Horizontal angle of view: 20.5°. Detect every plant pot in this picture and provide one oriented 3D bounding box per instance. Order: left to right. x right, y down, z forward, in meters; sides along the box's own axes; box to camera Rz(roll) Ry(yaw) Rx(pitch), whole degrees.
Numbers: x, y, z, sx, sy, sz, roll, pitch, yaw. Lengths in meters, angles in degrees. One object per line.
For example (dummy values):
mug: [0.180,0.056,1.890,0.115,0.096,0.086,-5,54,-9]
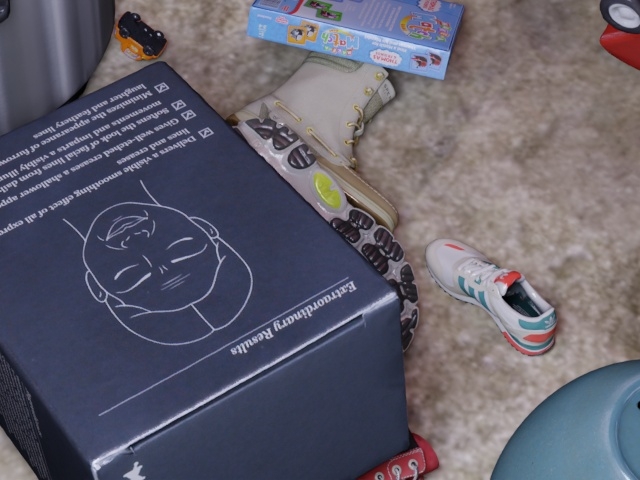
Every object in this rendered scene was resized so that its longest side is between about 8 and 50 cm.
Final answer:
plant pot: [0.301,0.219,1.570,0.290,0.195,0.290,2,58,-2]

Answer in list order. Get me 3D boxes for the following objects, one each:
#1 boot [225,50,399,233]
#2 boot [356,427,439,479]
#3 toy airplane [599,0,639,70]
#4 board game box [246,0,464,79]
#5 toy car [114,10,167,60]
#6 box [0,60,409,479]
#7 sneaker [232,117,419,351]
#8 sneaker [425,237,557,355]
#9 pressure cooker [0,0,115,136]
boot: [0.030,-0.106,1.829,0.213,0.077,0.165,36,60,19]
boot: [0.030,0.252,1.597,0.176,0.088,0.244,-4,54,-8]
toy airplane: [0.507,-0.207,1.799,0.386,0.272,0.384,-32,38,12]
board game box: [0.041,-0.236,1.890,0.212,0.039,0.160,13,26,5]
toy car: [-0.200,-0.183,1.878,0.060,0.040,0.122,23,50,-23]
box: [-0.151,0.069,1.573,0.293,0.212,0.395,-28,48,-20]
sneaker: [0.000,0.000,1.743,0.107,0.118,0.279,-33,87,-11]
sneaker: [0.172,0.040,1.744,0.057,0.075,0.161,-38,68,-24]
pressure cooker: [-0.389,-0.336,1.740,0.370,0.420,0.375,27,60,12]
